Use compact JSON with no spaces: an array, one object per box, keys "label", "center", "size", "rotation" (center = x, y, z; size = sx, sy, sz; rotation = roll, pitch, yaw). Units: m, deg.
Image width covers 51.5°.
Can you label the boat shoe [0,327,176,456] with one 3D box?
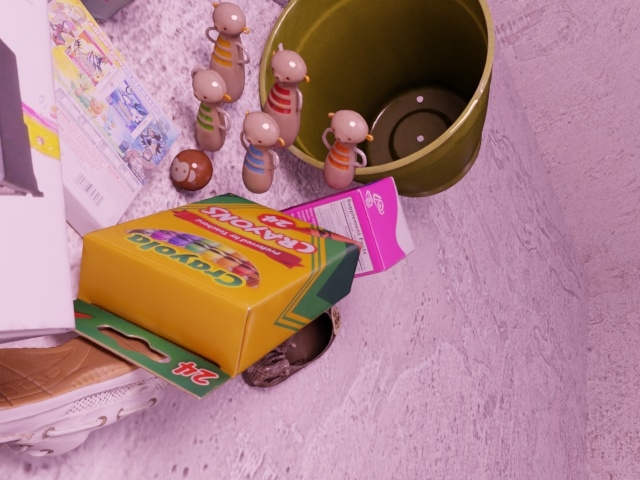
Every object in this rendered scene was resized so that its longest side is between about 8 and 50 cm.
[{"label":"boat shoe","center":[-0.240,0.148,0.585],"size":[0.277,0.098,0.096],"rotation":[-6,114,-48]}]

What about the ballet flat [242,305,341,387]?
[{"label":"ballet flat","center":[-0.024,0.148,0.969],"size":[0.250,0.058,0.084],"rotation":[-21,97,-59]}]

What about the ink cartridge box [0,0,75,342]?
[{"label":"ink cartridge box","center":[-0.297,-0.072,0.453],"size":[0.131,0.226,0.306],"rotation":[3,77,-57]}]

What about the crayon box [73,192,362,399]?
[{"label":"crayon box","center":[-0.108,0.037,0.720],"size":[0.318,0.202,0.081],"rotation":[-29,136,-61]}]

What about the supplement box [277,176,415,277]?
[{"label":"supplement box","center":[0.000,0.000,0.910],"size":[0.111,0.220,0.114],"rotation":[-26,101,-59]}]

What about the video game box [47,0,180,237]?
[{"label":"video game box","center":[-0.260,-0.136,0.711],"size":[0.205,0.048,0.187],"rotation":[56,39,-31]}]

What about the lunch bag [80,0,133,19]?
[{"label":"lunch bag","center":[-0.293,-0.398,0.702],"size":[0.279,0.108,0.224],"rotation":[31,53,-50]}]

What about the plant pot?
[{"label":"plant pot","center":[0.137,-0.232,1.149],"size":[0.353,0.366,0.366],"rotation":[33,50,-64]}]

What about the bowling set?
[{"label":"bowling set","center":[-0.092,-0.147,0.833],"size":[0.200,0.287,0.154],"rotation":[-43,162,-31]}]

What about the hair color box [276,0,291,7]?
[{"label":"hair color box","center":[-0.083,-0.611,1.126],"size":[0.185,0.113,0.374],"rotation":[10,71,-57]}]
